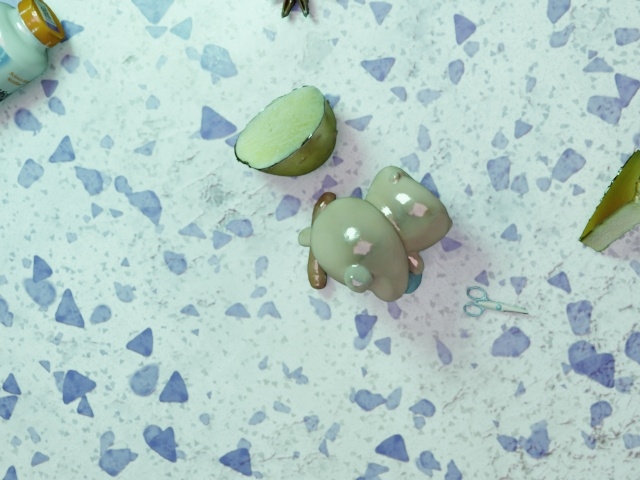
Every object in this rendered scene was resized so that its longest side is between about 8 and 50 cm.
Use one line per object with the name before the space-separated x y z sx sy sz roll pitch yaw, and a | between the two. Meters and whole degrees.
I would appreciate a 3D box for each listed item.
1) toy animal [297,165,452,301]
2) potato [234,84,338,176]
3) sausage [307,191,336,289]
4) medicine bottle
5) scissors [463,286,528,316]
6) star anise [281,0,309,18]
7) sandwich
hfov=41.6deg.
toy animal | 0.112 -0.017 1.490 0.229 0.210 0.221 14 107 -33
potato | -0.046 -0.176 1.547 0.202 0.182 0.117 -34 133 17
sausage | 0.000 0.000 1.592 0.043 0.043 0.186 7 96 8
medicine bottle | -0.630 -0.347 1.597 0.288 0.157 0.157 -30 90 10
scissors | 0.328 0.122 1.567 0.119 0.014 0.058 10 97 11
star anise | -0.046 -0.474 1.556 0.141 0.042 0.141 0 95 5
sandwich | 0.527 -0.061 1.447 0.058 0.162 0.193 31 100 2
